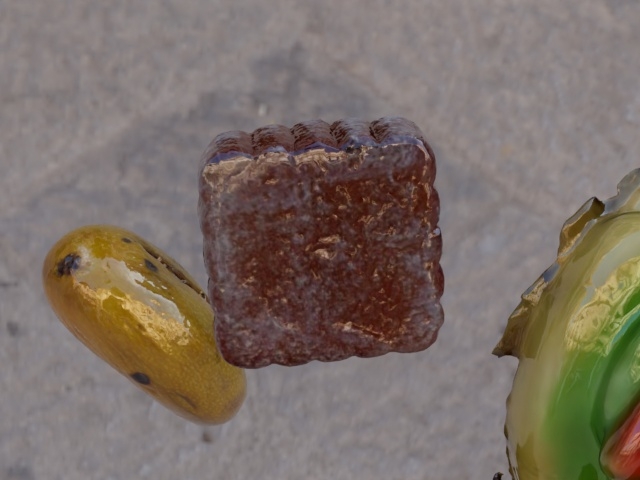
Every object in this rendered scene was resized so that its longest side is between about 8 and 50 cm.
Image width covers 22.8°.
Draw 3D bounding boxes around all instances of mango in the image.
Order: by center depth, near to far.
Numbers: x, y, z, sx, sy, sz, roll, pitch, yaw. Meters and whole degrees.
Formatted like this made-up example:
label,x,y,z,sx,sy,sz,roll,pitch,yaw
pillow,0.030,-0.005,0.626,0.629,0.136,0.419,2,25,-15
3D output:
label,x,y,z,sx,sy,sz,roll,pitch,yaw
mango,-0.162,0.089,1.618,0.120,0.295,0.177,-47,38,1

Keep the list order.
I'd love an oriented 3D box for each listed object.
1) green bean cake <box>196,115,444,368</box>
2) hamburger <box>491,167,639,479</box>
label,x,y,z,sx,sy,sz,roll,pitch,yaw
green bean cake,0.000,0.000,0.897,0.136,0.135,0.056,-5,22,-2
hamburger,0.190,0.059,0.587,0.237,0.237,0.149,-26,43,-26
